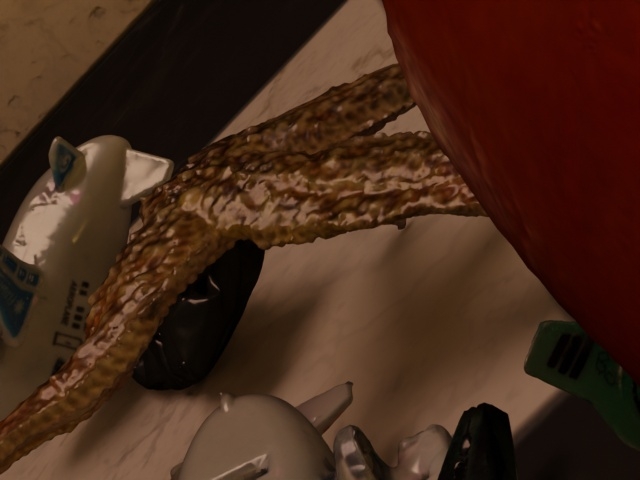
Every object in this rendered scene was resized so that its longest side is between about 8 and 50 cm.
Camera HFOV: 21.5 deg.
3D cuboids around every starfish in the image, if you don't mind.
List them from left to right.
[{"bbox_3d":[-0.005,-0.011,1.017,0.384,0.132,0.398,-19,12,22],"label":"starfish"}]

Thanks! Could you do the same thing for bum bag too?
[{"bbox_3d":[-0.098,0.048,1.321,0.326,0.080,0.142,151,138,-75],"label":"bum bag"}]

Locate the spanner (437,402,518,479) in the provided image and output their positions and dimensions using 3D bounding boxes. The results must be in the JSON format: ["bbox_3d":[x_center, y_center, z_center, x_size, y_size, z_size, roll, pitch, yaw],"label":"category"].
[{"bbox_3d":[0.053,0.196,0.713,0.096,0.040,0.325,-35,28,37],"label":"spanner"}]

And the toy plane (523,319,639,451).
[{"bbox_3d":[0.193,-0.077,0.811,0.106,0.155,0.381,-17,53,58],"label":"toy plane"}]

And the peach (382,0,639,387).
[{"bbox_3d":[0.203,-0.075,0.430,0.388,0.388,0.388,-43,19,18],"label":"peach"}]

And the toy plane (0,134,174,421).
[{"bbox_3d":[-0.217,0.036,1.437,0.123,0.267,0.267,18,63,30],"label":"toy plane"}]

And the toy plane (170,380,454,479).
[{"bbox_3d":[-0.023,0.160,0.892,0.245,0.117,0.244,-24,25,12],"label":"toy plane"}]
